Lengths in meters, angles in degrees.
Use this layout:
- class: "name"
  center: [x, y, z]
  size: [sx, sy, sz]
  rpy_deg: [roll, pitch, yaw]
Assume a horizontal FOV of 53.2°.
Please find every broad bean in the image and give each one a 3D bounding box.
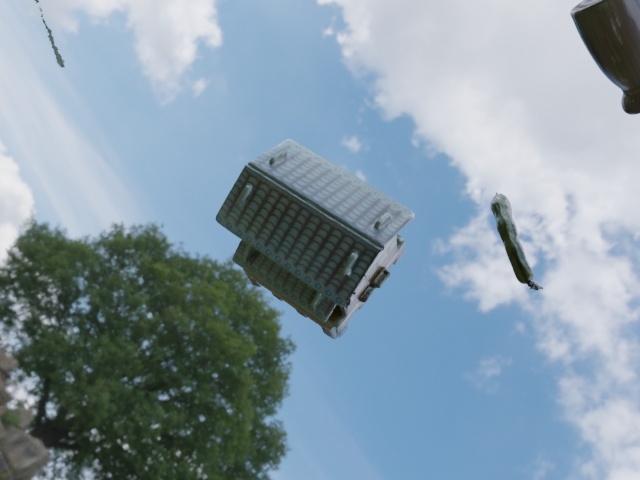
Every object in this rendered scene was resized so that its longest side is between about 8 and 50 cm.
- class: "broad bean"
  center: [0.361, -0.006, 1.210]
  size: [0.039, 0.069, 0.226]
  rpy_deg: [-30, -126, 29]

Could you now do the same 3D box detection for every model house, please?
- class: "model house"
  center: [0.000, 0.000, 0.913]
  size: [0.224, 0.198, 0.215]
  rpy_deg: [34, -15, 20]

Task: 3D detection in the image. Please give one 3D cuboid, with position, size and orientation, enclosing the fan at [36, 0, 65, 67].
- class: "fan"
  center: [-0.279, -0.261, 0.591]
  size: [0.310, 0.182, 0.010]
  rpy_deg: [98, -25, -65]

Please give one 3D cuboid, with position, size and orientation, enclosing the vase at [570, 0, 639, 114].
- class: "vase"
  center: [0.250, -0.156, 0.522]
  size: [0.053, 0.053, 0.100]
  rpy_deg: [-13, -64, 53]
